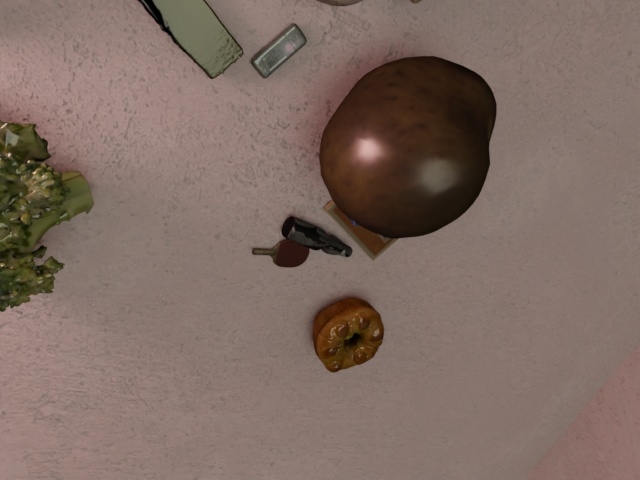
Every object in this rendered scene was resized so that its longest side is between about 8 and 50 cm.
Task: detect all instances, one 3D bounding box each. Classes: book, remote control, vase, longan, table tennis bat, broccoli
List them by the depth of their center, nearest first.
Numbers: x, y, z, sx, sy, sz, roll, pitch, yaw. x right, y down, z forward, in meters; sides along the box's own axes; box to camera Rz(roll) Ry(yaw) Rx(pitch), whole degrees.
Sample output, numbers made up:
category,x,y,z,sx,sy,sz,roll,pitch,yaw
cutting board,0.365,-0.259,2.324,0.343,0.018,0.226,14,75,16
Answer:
category,x,y,z,sx,sy,sz,roll,pitch,yaw
broccoli,-0.579,-0.041,0.964,0.317,0.277,0.338,-48,138,-15
remote control,-0.086,-0.394,1.110,0.124,0.018,0.053,-41,126,4
longan,0.187,-0.196,1.137,0.404,0.404,0.336,-39,134,3
vase,0.000,0.000,1.367,0.211,0.060,0.060,23,108,-33
table tennis bat,-0.101,0.032,1.374,0.156,0.013,0.087,2,121,-27
book,0.138,-0.068,1.414,0.170,0.018,0.241,-42,127,3

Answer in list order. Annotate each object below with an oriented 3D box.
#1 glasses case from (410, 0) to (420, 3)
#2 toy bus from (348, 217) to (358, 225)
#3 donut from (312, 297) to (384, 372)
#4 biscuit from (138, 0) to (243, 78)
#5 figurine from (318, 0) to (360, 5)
category,x,y,z,sx,sy,sz,roll,pitch,yaw
glasses case,0.291,-0.630,1.052,0.336,0.076,0.144,-40,171,3
toy bus,0.173,-0.097,1.352,0.236,0.079,0.094,-11,124,-20
donut,0.079,0.271,1.539,0.227,0.114,0.226,-11,123,-18
biscuit,-0.276,-0.443,0.982,0.099,0.038,0.322,-43,127,2
figurine,0.080,-0.626,0.969,0.274,0.227,0.394,-2,113,-59
